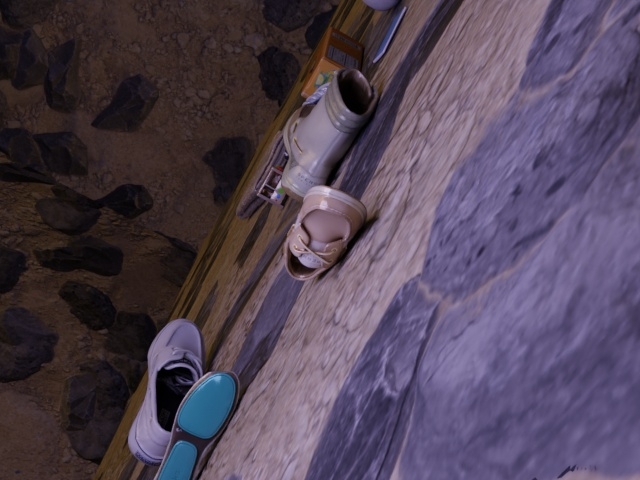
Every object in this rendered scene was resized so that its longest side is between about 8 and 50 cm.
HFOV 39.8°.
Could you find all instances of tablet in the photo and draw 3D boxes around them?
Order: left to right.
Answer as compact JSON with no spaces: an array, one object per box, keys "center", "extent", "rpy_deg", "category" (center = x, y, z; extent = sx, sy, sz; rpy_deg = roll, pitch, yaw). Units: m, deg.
[{"center":[0.105,-0.311,1.340],"extent":[0.083,0.006,0.054],"rpy_deg":[-65,9,-12],"category":"tablet"}]

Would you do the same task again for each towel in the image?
[{"center":[-0.130,-0.157,2.074],"extent":[0.187,0.049,0.282],"rpy_deg":[-64,9,-17],"category":"towel"}]

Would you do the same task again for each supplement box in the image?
[{"center":[0.024,-0.303,1.554],"extent":[0.078,0.080,0.233],"rpy_deg":[-58,8,25],"category":"supplement box"}]

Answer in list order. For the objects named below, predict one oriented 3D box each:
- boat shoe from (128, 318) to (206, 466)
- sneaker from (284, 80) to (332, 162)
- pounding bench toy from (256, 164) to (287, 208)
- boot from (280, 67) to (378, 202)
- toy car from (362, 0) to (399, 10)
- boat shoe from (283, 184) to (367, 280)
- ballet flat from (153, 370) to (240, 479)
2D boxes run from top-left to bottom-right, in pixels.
[{"center":[-0.215,0.204,1.313],"extent":[0.088,0.096,0.267],"rpy_deg":[-51,15,34],"category":"boat shoe"},{"center":[0.003,-0.191,1.364],"extent":[0.191,0.071,0.083],"rpy_deg":[-51,8,50],"category":"sneaker"},{"center":[-0.078,-0.100,1.586],"extent":[0.065,0.052,0.083],"rpy_deg":[-61,9,4],"category":"pounding bench toy"},{"center":[0.013,-0.166,1.192],"extent":[0.165,0.077,0.213],"rpy_deg":[-57,16,34],"category":"boot"},{"center":[0.098,-0.485,1.483],"extent":[0.159,0.136,0.182],"rpy_deg":[-58,10,21],"category":"toy car"},{"center":[0.000,0.000,0.831],"extent":[0.170,0.063,0.059],"rpy_deg":[115,178,-71],"category":"boat shoe"},{"center":[-0.140,0.215,0.981],"extent":[0.168,0.057,0.052],"rpy_deg":[-61,-1,0],"category":"ballet flat"}]
